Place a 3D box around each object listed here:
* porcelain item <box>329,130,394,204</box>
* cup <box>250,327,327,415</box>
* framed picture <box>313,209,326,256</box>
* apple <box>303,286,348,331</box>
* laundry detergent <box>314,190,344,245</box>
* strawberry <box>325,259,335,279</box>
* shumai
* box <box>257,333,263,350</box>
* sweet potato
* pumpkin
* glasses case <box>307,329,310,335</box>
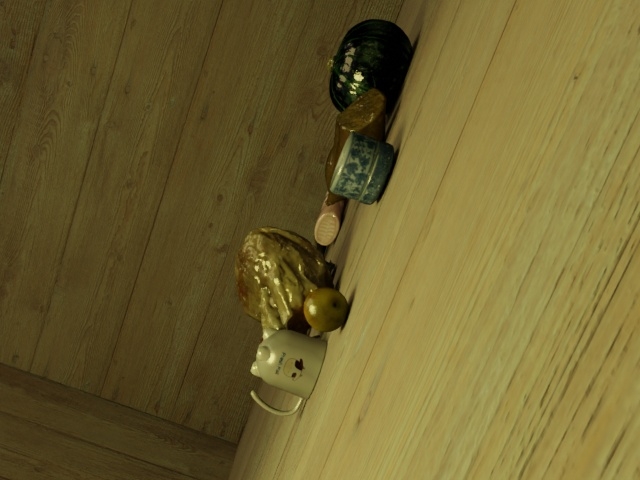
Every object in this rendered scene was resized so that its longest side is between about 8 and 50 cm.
[{"bbox_3d":[0.095,-0.159,1.359,0.147,0.114,0.147,-161,90,-85],"label":"porcelain item"},{"bbox_3d":[-0.080,0.285,1.368,0.134,0.141,0.174,-78,8,-65],"label":"cup"},{"bbox_3d":[0.000,0.000,2.389,0.201,0.010,0.136,82,-163,-44],"label":"framed picture"},{"bbox_3d":[0.010,0.136,1.203,0.074,0.089,0.090,-32,34,55],"label":"apple"},{"bbox_3d":[0.042,-0.111,2.283,0.335,0.087,0.159,-75,5,-62],"label":"laundry detergent"},{"bbox_3d":[-0.010,0.138,1.815,0.147,0.082,0.187,-62,-9,-57],"label":"strawberry"},{"bbox_3d":[-0.111,0.140,1.525,0.262,0.266,0.314,-80,-31,-63],"label":"shumai"},{"bbox_3d":[-0.159,0.385,2.265,0.182,0.133,0.099,112,176,-71],"label":"box"},{"bbox_3d":[0.098,-0.249,1.746,0.158,0.157,0.370,-74,-2,-51],"label":"sweet potato"},{"bbox_3d":[0.138,-0.522,1.865,0.315,0.238,0.316,-162,90,-83],"label":"pumpkin"},{"bbox_3d":[-0.061,0.236,1.930,0.196,0.083,0.050,-71,1,-48],"label":"glasses case"}]
